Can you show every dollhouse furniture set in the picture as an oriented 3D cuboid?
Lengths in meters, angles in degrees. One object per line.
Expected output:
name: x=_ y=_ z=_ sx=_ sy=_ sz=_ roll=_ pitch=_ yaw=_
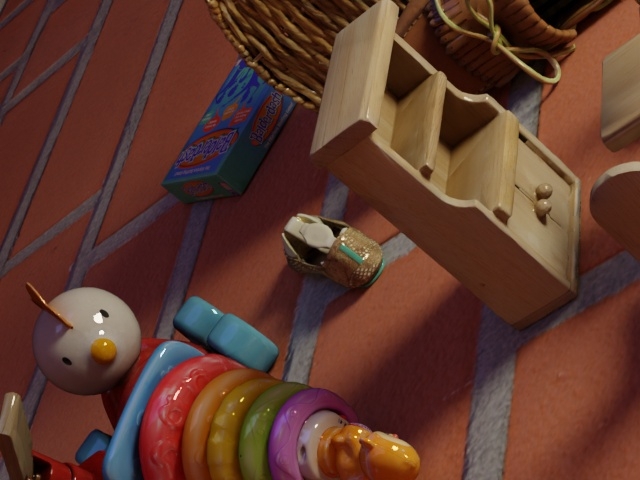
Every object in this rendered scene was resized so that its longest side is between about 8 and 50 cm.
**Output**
dollhouse furniture set: x=0.224 y=-0.141 z=1.440 sx=0.394 sy=0.256 sz=0.362 roll=-35 pitch=28 yaw=33

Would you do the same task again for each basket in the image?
basket: x=0.016 y=-0.283 z=1.975 sx=0.213 sy=0.299 sz=0.223 roll=-41 pitch=27 yaw=25

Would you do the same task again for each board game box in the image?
board game box: x=-0.103 y=-0.148 z=2.307 sx=0.160 sy=0.047 sz=0.210 roll=-7 pitch=49 yaw=58

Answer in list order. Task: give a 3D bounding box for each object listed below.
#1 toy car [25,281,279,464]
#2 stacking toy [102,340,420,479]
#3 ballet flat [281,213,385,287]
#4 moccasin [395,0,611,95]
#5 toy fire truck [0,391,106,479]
toy car: x=-0.212 y=0.125 z=1.858 sx=0.219 sy=0.238 sz=0.210 roll=-54 pitch=24 yaw=-7
stacking toy: x=-0.029 y=0.184 z=1.587 sx=0.302 sy=0.175 sz=0.166 roll=-4 pitch=53 yaw=45
ballet flat: x=0.000 y=0.000 z=1.876 sx=0.073 sy=0.067 sz=0.206 roll=-55 pitch=23 yaw=-10
moccasin: x=0.207 y=-0.238 z=1.792 sx=0.380 sy=0.139 sz=0.147 roll=-33 pitch=18 yaw=15
toy fire truck: x=-0.234 y=0.266 z=1.645 sx=0.158 sy=0.246 sz=0.217 roll=-39 pitch=38 yaw=27
